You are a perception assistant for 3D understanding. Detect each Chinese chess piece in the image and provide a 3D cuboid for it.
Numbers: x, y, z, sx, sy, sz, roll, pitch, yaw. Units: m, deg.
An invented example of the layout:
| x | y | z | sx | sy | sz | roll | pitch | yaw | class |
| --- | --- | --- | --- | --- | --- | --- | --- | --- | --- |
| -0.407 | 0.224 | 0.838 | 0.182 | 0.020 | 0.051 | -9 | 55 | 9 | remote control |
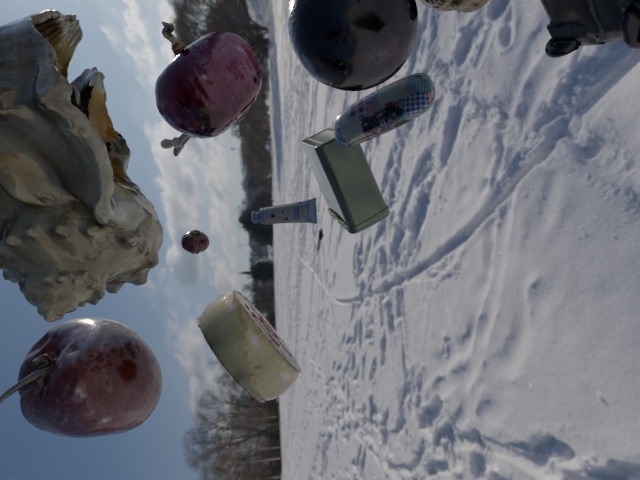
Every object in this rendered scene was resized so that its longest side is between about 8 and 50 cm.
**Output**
| x | y | z | sx | sy | sz | roll | pitch | yaw | class |
| --- | --- | --- | --- | --- | --- | --- | --- | --- | --- |
| -0.164 | 0.241 | 0.964 | 0.270 | 0.112 | 0.270 | 49 | 173 | 9 | Chinese chess piece |

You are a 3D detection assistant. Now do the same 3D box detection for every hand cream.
| x | y | z | sx | sy | sz | roll | pitch | yaw | class |
| --- | --- | --- | --- | --- | --- | --- | --- | --- | --- |
| -0.089 | -0.065 | 1.018 | 0.043 | 0.170 | 0.065 | 7 | -101 | -71 | hand cream |

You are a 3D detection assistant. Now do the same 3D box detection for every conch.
| x | y | z | sx | sy | sz | roll | pitch | yaw | class |
| --- | --- | --- | --- | --- | --- | --- | --- | --- | --- |
| -0.271 | -0.083 | 0.403 | 0.324 | 0.186 | 0.263 | 61 | 144 | 20 | conch |

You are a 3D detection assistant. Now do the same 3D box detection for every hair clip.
| x | y | z | sx | sy | sz | roll | pitch | yaw | class |
| --- | --- | --- | --- | --- | --- | --- | --- | --- | --- |
| -0.383 | -0.328 | 1.242 | 0.072 | 0.226 | 0.034 | 19 | -134 | -61 | hair clip |

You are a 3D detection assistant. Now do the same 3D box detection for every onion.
| x | y | z | sx | sy | sz | roll | pitch | yaw | class |
| --- | --- | --- | --- | --- | --- | --- | --- | --- | --- |
| -0.176 | -0.244 | 0.651 | 0.177 | 0.153 | 0.177 | -50 | -2 | -2 | onion |

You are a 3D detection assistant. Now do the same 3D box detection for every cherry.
| x | y | z | sx | sy | sz | roll | pitch | yaw | class |
| --- | --- | --- | --- | --- | --- | --- | --- | --- | --- |
| -0.576 | 0.350 | 1.058 | 0.335 | 0.326 | 0.291 | 84 | -153 | -66 | cherry |

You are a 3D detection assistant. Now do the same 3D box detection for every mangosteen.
| x | y | z | sx | sy | sz | roll | pitch | yaw | class |
| --- | --- | --- | --- | --- | --- | --- | --- | --- | --- |
| 0.083 | -0.518 | 0.943 | 0.359 | 0.306 | 0.306 | 124 | 143 | -63 | mangosteen |

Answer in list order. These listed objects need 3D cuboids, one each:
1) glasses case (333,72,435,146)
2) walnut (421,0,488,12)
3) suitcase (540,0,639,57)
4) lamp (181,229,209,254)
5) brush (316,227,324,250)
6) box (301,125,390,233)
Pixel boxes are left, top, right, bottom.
| x | y | z | sx | sy | sz | roll | pitch | yaw | class |
| --- | --- | --- | --- | --- | --- | --- | --- | --- | --- |
| 0.180 | -0.381 | 1.226 | 0.076 | 0.327 | 0.125 | 23 | -124 | -51 | glasses case |
| 0.323 | -0.644 | 0.957 | 0.261 | 0.225 | 0.225 | -125 | 31 | -68 | walnut |
| 0.358 | -0.438 | 0.455 | 0.339 | 0.345 | 0.188 | -53 | 30 | -2 | suitcase |
| -0.458 | 0.006 | 1.520 | 0.101 | 0.101 | 0.090 | -104 | 21 | -60 | lamp |
| 0.000 | 0.000 | 1.243 | 0.016 | 0.013 | 0.084 | -43 | -28 | -42 | brush |
| 0.085 | -0.246 | 1.595 | 0.344 | 0.177 | 0.352 | 65 | 176 | -20 | box |
